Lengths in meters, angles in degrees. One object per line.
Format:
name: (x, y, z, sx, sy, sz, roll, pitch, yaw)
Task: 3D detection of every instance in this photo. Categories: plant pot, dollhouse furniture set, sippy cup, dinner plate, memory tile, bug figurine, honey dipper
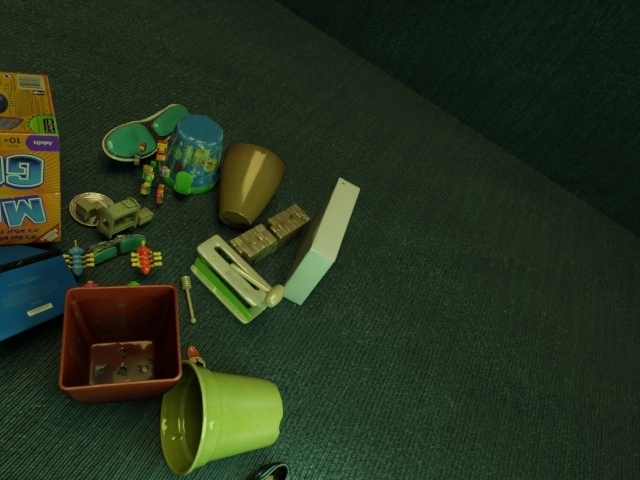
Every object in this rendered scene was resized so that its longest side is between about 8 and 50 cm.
plant pot: (-0.514, 0.290, 1.381, 0.267, 0.235, 0.267, 0, 54, -20)
plant pot: (-0.271, -0.178, 1.929, 0.237, 0.237, 0.254, 21, 61, -11)
dollhouse furniture set: (-0.658, -0.117, 1.713, 0.161, 0.101, 0.182, 34, 35, 13)
sippy cup: (-0.457, -0.327, 1.935, 0.240, 0.224, 0.305, -14, 61, -34)
dinner plate: (-0.746, -0.100, 1.743, 0.141, 0.017, 0.141, 14, 49, -17)
memory tile: (-0.427, 0.394, 1.503, 0.113, 0.012, 0.148, -19, 64, -37)
bug figurine: (-0.619, 0.105, 1.580, 0.279, 0.072, 0.216, 1, 73, -29)
honey dipper: (-0.411, 0.187, 1.671, 0.031, 0.030, 0.160, -3, 57, -29)
plant pot: (-0.250, 0.456, 1.398, 0.254, 0.276, 0.276, 10, 49, -36)

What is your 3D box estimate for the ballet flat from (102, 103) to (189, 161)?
ballet flat: (-0.645, -0.381, 1.956, 0.139, 0.139, 0.400, 38, 46, 6)

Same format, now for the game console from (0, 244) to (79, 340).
game console: (-0.814, 0.121, 1.368, 0.250, 0.173, 0.293, 65, 25, -3)

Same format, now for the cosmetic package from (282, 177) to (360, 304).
cosmetic package: (0.000, 0.000, 1.860, 0.097, 0.284, 0.377, 27, 47, -5)

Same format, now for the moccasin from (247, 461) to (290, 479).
moccasin: (-0.196, 0.681, 1.313, 0.138, 0.117, 0.342, 35, 46, 3)

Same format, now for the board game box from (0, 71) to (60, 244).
board game box: (-0.932, -0.231, 1.469, 0.356, 0.356, 0.356, -4, 42, -30)

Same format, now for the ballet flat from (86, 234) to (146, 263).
ballet flat: (-0.646, 0.014, 1.673, 0.188, 0.070, 0.070, -24, 67, -42)

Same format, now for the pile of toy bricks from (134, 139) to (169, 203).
pile of toy bricks: (-0.576, -0.232, 1.803, 0.118, 0.212, 0.105, 7, 16, -13)

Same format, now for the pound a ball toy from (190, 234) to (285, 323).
pound a ball toy: (-0.247, 0.110, 1.694, 0.319, 0.208, 0.136, 42, 47, 11)

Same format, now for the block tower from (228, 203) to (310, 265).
block tower: (-0.185, -0.013, 1.910, 0.091, 0.097, 0.335, 46, 49, 13)

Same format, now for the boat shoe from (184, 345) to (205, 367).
boat shoe: (-0.359, 0.364, 1.543, 0.049, 0.043, 0.137, -7, 56, -29)
